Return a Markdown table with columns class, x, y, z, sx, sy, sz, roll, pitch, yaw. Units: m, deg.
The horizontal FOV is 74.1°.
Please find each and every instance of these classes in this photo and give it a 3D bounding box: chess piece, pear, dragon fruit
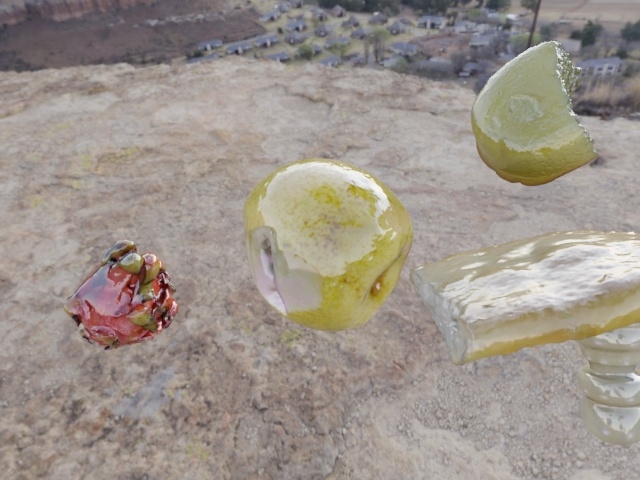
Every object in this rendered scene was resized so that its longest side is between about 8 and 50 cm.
| class | x | y | z | sx | sy | sz | roll | pitch | yaw |
| --- | --- | --- | --- | --- | --- | --- | --- | --- | --- |
| chess piece | 0.622 | 0.278 | 0.906 | 0.166 | 0.300 | 0.167 | -4 | 4 | 0 |
| pear | 0.000 | 0.000 | 0.428 | 0.177 | 0.178 | 0.178 | -4 | 38 | 3 |
| dragon fruit | -0.271 | 0.074 | 0.595 | 0.149 | 0.208 | 0.133 | 8 | 54 | -28 |

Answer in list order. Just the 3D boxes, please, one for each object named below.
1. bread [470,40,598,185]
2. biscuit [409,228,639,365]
| class | x | y | z | sx | sy | sz | roll | pitch | yaw |
| --- | --- | --- | --- | --- | --- | --- | --- | --- | --- |
| bread | 0.238 | -0.141 | 0.492 | 0.125 | 0.086 | 0.156 | -10 | 64 | 32 |
| biscuit | 0.378 | 0.065 | 0.753 | 0.445 | 0.104 | 0.429 | -16 | 6 | 13 |
